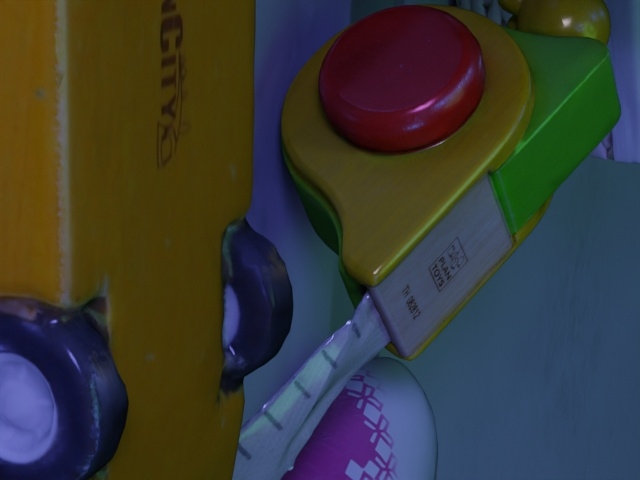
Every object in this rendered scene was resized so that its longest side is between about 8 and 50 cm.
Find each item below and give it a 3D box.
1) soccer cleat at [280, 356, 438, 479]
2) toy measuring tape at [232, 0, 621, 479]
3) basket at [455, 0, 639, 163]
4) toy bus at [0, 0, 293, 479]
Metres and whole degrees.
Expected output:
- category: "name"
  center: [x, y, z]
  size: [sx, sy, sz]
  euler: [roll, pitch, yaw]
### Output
- category: "soccer cleat"
  center: [0.016, 0.203, 0.803]
  size: [0.116, 0.143, 0.331]
  euler: [67, 39, -50]
- category: "toy measuring tape"
  center: [0.000, 0.000, 0.795]
  size: [0.330, 0.121, 0.121]
  euler: [-46, 144, -17]
- category: "basket"
  center: [0.134, -0.140, 1.001]
  size: [0.113, 0.103, 0.167]
  euler: [-56, 147, -44]
- category: "toy bus"
  center: [-0.086, -0.039, 0.505]
  size: [0.108, 0.130, 0.332]
  euler: [-30, 125, -60]
